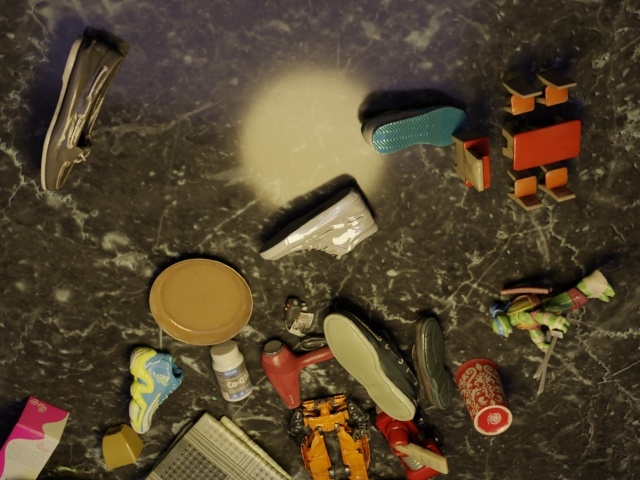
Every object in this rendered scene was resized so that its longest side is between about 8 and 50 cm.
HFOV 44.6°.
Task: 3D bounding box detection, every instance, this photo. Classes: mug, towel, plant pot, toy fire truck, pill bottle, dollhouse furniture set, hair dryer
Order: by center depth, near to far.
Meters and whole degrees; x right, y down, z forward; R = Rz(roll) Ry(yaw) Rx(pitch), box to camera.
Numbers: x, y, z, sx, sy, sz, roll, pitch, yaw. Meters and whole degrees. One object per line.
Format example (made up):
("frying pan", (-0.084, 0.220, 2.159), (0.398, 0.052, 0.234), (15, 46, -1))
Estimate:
("dollhouse furniture set", (0.411, -0.182, 1.585), (0.259, 0.135, 0.262), (-15, 120, -9))
("plant pot", (-0.275, 0.138, 1.810), (0.236, 0.032, 0.236), (-1, 119, -2))
("hair dryer", (-0.031, 0.290, 1.875), (0.224, 0.080, 0.293), (21, 115, -14))
("pill bottle", (-0.216, 0.312, 1.878), (0.078, 0.078, 0.137), (-12, 118, 4))
("mug", (0.409, 0.394, 1.900), (0.113, 0.169, 0.150), (-29, 115, 12))
("toy fire truck", (0.241, 0.517, 1.914), (0.158, 0.246, 0.217), (-29, 115, 13))
("plant pot", (-0.508, 0.514, 1.975), (0.082, 0.081, 0.083), (-18, 105, 7))
("towel", (-0.267, 0.630, 2.007), (0.324, 0.056, 0.312), (41, 102, -5))

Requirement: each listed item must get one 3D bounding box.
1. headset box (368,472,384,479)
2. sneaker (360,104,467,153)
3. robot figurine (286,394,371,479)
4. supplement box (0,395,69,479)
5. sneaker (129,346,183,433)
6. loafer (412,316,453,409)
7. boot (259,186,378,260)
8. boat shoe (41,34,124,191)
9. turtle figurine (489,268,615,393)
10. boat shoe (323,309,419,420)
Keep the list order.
("headset box", (0.132, 0.665, 2.109), (0.062, 0.032, 0.083), (24, 116, -15))
("sneaker", (0.195, -0.238, 1.605), (0.229, 0.092, 0.087), (-10, 118, -20))
("robot figurine", (0.030, 0.509, 1.992), (0.211, 0.085, 0.291), (-10, 119, 2))
("supplement box", (-0.732, 0.515, 1.943), (0.111, 0.114, 0.220), (30, 114, -16))
("sneaker", (-0.397, 0.370, 1.894), (0.126, 0.091, 0.240), (2, 117, -4))
("loafer", (0.253, 0.297, 1.889), (0.084, 0.096, 0.267), (8, 126, 39))
("boot", (0.000, 0.000, 1.711), (0.258, 0.095, 0.123), (-32, 108, 12))
("boat shoe", (-0.478, -0.237, 1.556), (0.096, 0.112, 0.335), (19, 112, -7))
("turtle figurine", (0.549, 0.199, 1.776), (0.266, 0.274, 0.198), (-31, 131, 4))
("boat shoe", (0.134, 0.271, 1.838), (0.127, 0.113, 0.340), (-20, 115, 47))
